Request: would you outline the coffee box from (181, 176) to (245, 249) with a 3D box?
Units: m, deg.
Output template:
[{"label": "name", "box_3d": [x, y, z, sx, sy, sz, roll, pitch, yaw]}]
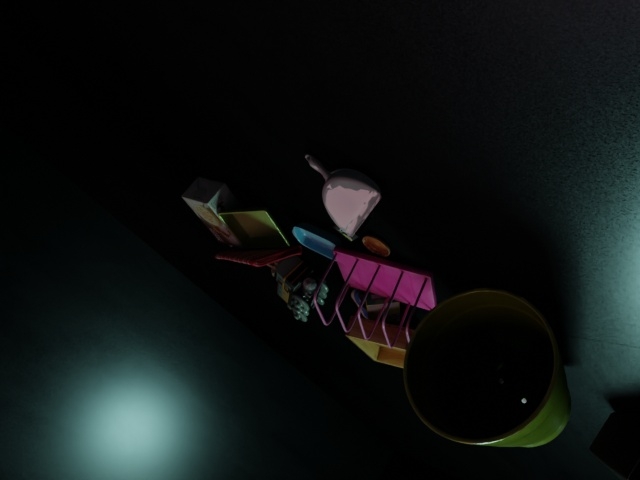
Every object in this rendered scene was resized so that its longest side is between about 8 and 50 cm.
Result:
[{"label": "coffee box", "box_3d": [-0.338, -0.091, 1.830, 0.141, 0.098, 0.246, 17, 152, 37]}]

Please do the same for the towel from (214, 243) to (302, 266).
[{"label": "towel", "box_3d": [-0.214, 0.045, 1.832, 0.275, 0.199, 0.031, 5, 107, 52]}]

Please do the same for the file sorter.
[{"label": "file sorter", "box_3d": [0.154, 0.174, 1.508, 0.291, 0.182, 0.202, 15, 151, 25]}]

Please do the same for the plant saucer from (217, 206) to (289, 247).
[{"label": "plant saucer", "box_3d": [-0.211, -0.049, 1.754, 0.189, 0.045, 0.188, -2, 142, 27]}]

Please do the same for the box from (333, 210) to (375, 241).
[{"label": "box", "box_3d": [0.083, -0.051, 1.329, 0.062, 0.083, 0.052, 38, 158, -7]}]

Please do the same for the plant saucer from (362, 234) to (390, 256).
[{"label": "plant saucer", "box_3d": [0.153, 0.013, 1.453, 0.084, 0.013, 0.083, 29, 157, 13]}]

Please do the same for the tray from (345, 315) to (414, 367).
[{"label": "tray", "box_3d": [0.239, 0.355, 1.796, 0.203, 0.076, 0.411, 10, 160, 23]}]

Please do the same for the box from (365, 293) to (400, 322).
[{"label": "box", "box_3d": [0.201, 0.222, 1.709, 0.105, 0.043, 0.179, -7, 146, 4]}]

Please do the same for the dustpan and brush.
[{"label": "dustpan and brush", "box_3d": [0.035, -0.129, 1.254, 0.211, 0.060, 0.147, 39, 126, 6]}]

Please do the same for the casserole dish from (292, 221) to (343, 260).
[{"label": "casserole dish", "box_3d": [0.000, 0.000, 1.616, 0.189, 0.037, 0.114, 26, 156, 24]}]

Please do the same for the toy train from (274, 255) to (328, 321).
[{"label": "toy train", "box_3d": [-0.080, 0.178, 1.979, 0.190, 0.142, 0.334, 44, 162, 12]}]

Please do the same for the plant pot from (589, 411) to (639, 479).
[{"label": "plant pot", "box_3d": [0.827, 0.553, 1.388, 0.187, 0.188, 0.167, 41, 170, -15]}]

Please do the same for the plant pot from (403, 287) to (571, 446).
[{"label": "plant pot", "box_3d": [0.456, 0.358, 1.339, 0.367, 0.366, 0.353, 10, 159, 46]}]

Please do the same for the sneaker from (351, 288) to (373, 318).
[{"label": "sneaker", "box_3d": [0.171, 0.225, 1.796, 0.152, 0.058, 0.085, 54, 161, -25]}]

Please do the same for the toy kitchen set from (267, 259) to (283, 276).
[{"label": "toy kitchen set", "box_3d": [-0.187, 0.090, 2.021, 0.075, 0.068, 0.083, 29, 157, 16]}]

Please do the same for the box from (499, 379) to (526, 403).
[{"label": "box", "box_3d": [0.603, 0.500, 1.645, 0.159, 0.044, 0.233, 29, 135, 13]}]
